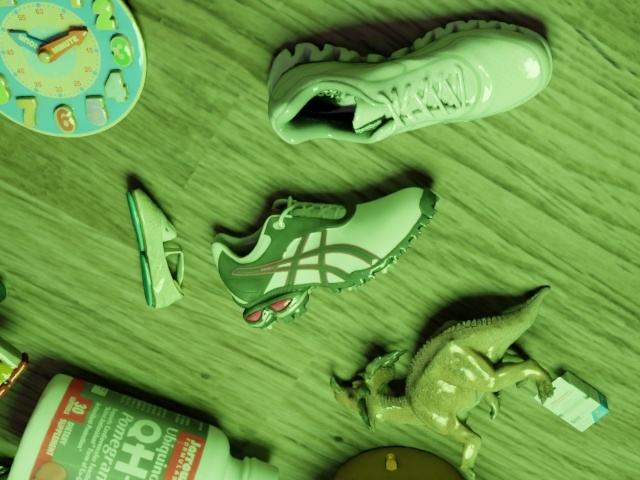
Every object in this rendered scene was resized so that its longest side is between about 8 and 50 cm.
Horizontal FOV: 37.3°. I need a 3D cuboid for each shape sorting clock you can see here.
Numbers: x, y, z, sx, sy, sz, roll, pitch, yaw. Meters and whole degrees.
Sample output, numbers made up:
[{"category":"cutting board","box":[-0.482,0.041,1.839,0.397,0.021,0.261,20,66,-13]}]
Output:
[{"category":"shape sorting clock","box":[-0.286,-0.199,1.001,0.206,0.040,0.206,3,122,5]}]

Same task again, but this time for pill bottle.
[{"category":"pill bottle","box":[-0.224,0.304,1.225,0.319,0.176,0.176,20,122,-6]}]

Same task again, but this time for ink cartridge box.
[{"category":"ink cartridge box","box":[0.311,0.196,1.180,0.083,0.028,0.048,35,119,-15]}]

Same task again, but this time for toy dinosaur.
[{"category":"toy dinosaur","box":[0.146,0.158,1.128,0.200,0.127,0.295,33,114,-5]}]

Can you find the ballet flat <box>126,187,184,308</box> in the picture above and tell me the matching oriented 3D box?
[{"category":"ballet flat","box":[-0.191,0.005,1.118,0.052,0.057,0.168,-15,127,-17]}]

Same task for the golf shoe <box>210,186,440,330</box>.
[{"category":"golf shoe","box":[0.000,0.000,1.057,0.273,0.105,0.120,-29,107,21]}]

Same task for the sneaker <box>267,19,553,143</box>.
[{"category":"sneaker","box":[0.086,-0.146,0.947,0.292,0.118,0.110,-7,118,10]}]

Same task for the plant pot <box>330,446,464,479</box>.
[{"category":"plant pot","box":[0.097,0.411,1.236,0.291,0.203,0.290,3,122,4]}]

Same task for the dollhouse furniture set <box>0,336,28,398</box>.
[{"category":"dollhouse furniture set","box":[-0.486,0.284,1.183,0.152,0.201,0.374,42,82,-17]}]

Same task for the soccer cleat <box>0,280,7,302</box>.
[{"category":"soccer cleat","box":[-0.480,0.065,1.168,0.179,0.072,0.060,6,122,3]}]

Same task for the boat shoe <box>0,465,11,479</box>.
[{"category":"boat shoe","box":[-0.426,0.361,1.328,0.305,0.109,0.091,3,118,1]}]
